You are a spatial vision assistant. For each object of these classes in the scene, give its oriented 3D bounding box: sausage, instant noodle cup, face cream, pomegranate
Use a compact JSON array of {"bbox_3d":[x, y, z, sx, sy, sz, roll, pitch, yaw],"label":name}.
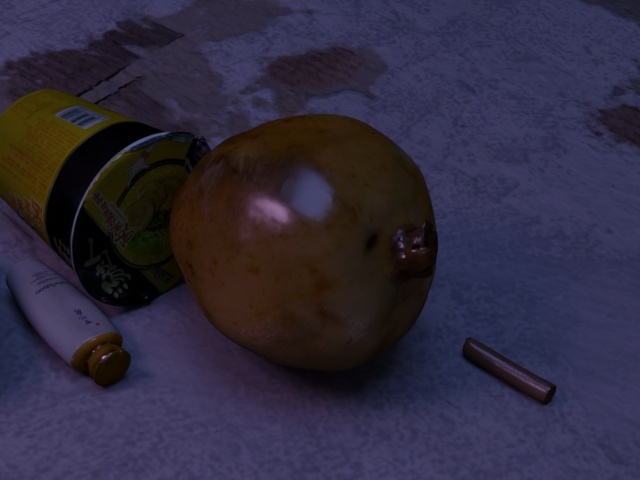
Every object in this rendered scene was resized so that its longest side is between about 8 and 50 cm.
[{"bbox_3d":[0.210,0.145,1.470,0.116,0.026,0.026,31,43,24],"label":"sausage"},{"bbox_3d":[-0.262,-0.068,1.504,0.215,0.216,0.236,-27,44,-37],"label":"instant noodle cup"},{"bbox_3d":[-0.274,0.085,1.415,0.072,0.051,0.182,-20,48,-37],"label":"face cream"},{"bbox_3d":[-0.018,-0.002,1.416,0.307,0.307,0.307,6,39,-5],"label":"pomegranate"}]
